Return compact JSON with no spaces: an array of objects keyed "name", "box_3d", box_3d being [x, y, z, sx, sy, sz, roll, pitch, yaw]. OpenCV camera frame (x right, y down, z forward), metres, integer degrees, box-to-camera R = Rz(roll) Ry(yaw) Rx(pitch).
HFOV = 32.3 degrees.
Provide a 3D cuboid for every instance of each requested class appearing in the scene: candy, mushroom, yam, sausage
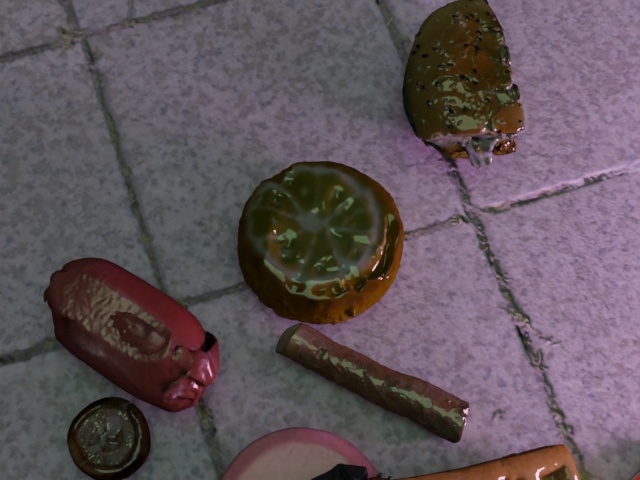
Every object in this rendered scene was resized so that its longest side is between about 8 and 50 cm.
[{"name":"candy","box_3d":[-0.022,0.387,1.529,0.256,0.094,0.255,1,68,-4]},{"name":"mushroom","box_3d":[-0.300,0.284,1.573,0.123,0.052,0.123,0,63,1]},{"name":"yam","box_3d":[0.077,0.206,1.623,0.300,0.066,0.066,25,69,5]},{"name":"sausage","box_3d":[-0.269,0.133,1.581,0.280,0.152,0.152,33,70,8]},{"name":"candy","box_3d":[0.000,0.000,1.670,0.260,0.118,0.259,2,66,-4]}]

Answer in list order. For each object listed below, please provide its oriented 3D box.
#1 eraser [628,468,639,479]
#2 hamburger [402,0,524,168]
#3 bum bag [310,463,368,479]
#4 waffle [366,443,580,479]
[{"name":"eraser","box_3d":[0.539,0.419,1.586,0.157,0.038,0.230,-37,75,-16]},{"name":"hamburger","box_3d":[0.214,-0.243,1.749,0.192,0.167,0.287,-7,70,-9]},{"name":"bum bag","box_3d":[0.033,0.390,1.454,0.087,0.049,0.197,-2,68,-11]},{"name":"waffle","box_3d":[0.233,0.435,1.475,0.348,0.077,0.304,-4,72,-29]}]
